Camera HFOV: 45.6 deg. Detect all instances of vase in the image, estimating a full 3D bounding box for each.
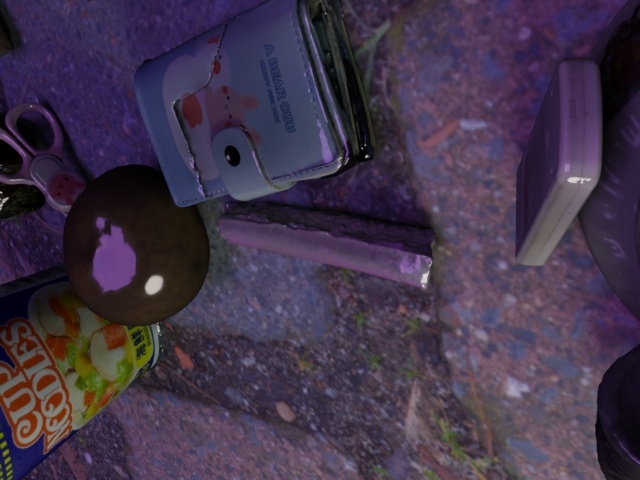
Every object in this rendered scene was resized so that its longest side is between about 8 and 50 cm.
[{"bbox_3d":[0.236,0.129,0.513,0.116,0.237,0.115,-8,69,20],"label":"vase"}]

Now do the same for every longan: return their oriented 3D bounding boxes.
[{"bbox_3d":[-0.211,0.006,0.878,0.168,0.167,0.187,21,128,31],"label":"longan"}]

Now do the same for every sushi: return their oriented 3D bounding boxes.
[{"bbox_3d":[-0.494,-0.104,1.074,0.225,0.136,0.126,11,121,28],"label":"sushi"}]

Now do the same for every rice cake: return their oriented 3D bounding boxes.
[{"bbox_3d":[0.000,0.000,0.774,0.270,0.049,0.055,12,133,34],"label":"rice cake"}]

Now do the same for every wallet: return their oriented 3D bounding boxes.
[{"bbox_3d":[-0.072,-0.131,0.753,0.251,0.075,0.176,-11,99,42],"label":"wallet"}]

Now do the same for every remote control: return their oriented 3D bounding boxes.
[{"bbox_3d":[0.162,-0.047,0.529,0.029,0.087,0.190,3,162,7],"label":"remote control"}]

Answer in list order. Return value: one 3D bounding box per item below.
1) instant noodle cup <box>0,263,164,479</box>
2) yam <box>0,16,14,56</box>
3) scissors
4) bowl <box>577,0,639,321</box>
[{"bbox_3d":[-0.389,0.163,0.999,0.284,0.312,0.284,20,125,32],"label":"instant noodle cup"},{"bbox_3d":[-0.473,-0.362,0.975,0.061,0.061,0.274,-18,101,44],"label":"yam"},{"bbox_3d":[-0.337,-0.069,1.002,0.242,0.118,0.030,46,152,-9],"label":"scissors"},{"bbox_3d":[0.285,-0.022,0.453,0.337,0.158,0.337,18,122,32],"label":"bowl"}]
